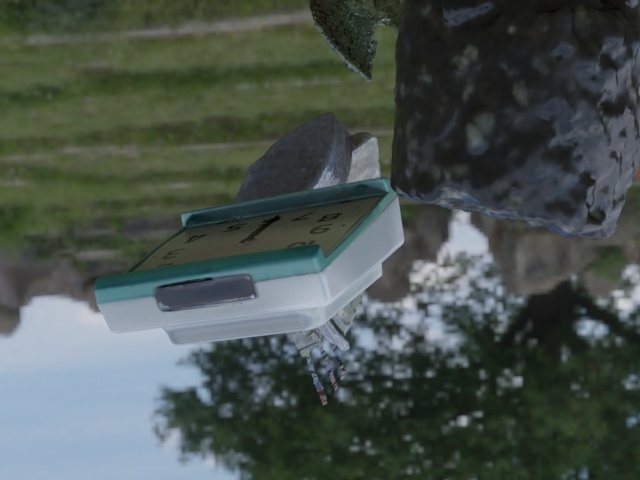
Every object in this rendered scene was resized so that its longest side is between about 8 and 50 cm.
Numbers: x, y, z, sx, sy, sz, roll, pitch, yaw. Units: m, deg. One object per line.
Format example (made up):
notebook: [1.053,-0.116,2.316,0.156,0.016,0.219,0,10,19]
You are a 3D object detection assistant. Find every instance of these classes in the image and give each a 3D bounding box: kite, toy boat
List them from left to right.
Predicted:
toy boat: [-0.004,-0.027,1.799,0.111,0.276,0.293,19,170,35]
kite: [-0.005,0.168,2.300,0.015,0.245,0.141,10,-140,37]

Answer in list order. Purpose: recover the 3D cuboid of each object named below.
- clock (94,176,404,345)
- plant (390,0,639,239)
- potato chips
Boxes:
clock: [-0.063,0.034,1.392,0.262,0.116,0.231,-10,-164,26]
plant: [0.186,-0.165,1.135,0.215,0.312,0.213,17,-173,30]
potato chips: [0.076,-0.387,2.327,0.220,0.202,0.029,-33,180,-42]
